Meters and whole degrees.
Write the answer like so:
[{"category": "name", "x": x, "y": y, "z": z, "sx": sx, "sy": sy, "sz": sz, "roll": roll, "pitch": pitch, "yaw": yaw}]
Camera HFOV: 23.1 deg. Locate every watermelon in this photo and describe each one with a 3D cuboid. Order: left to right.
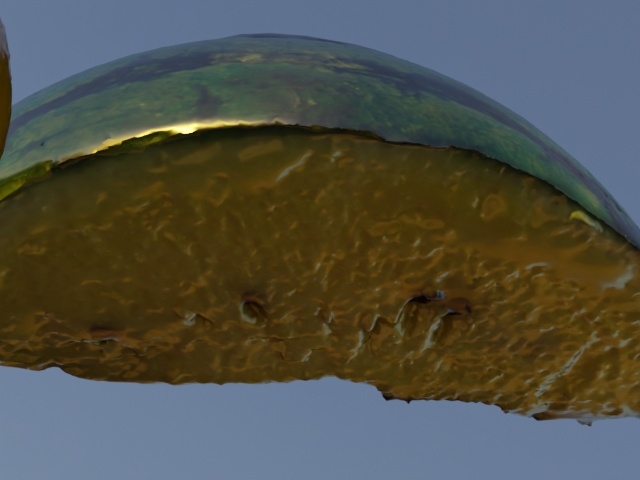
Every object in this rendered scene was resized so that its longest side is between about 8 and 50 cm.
[{"category": "watermelon", "x": 0.000, "y": 0.000, "z": 0.519, "sx": 0.301, "sy": 0.123, "sz": 0.129, "roll": 6, "pitch": -74, "yaw": -17}]

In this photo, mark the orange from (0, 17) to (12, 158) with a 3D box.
[{"category": "orange", "x": -0.147, "y": -0.041, "z": 0.359, "sx": 0.134, "sy": 0.156, "sz": 0.157, "roll": -21, "pitch": -75, "yaw": 53}]
